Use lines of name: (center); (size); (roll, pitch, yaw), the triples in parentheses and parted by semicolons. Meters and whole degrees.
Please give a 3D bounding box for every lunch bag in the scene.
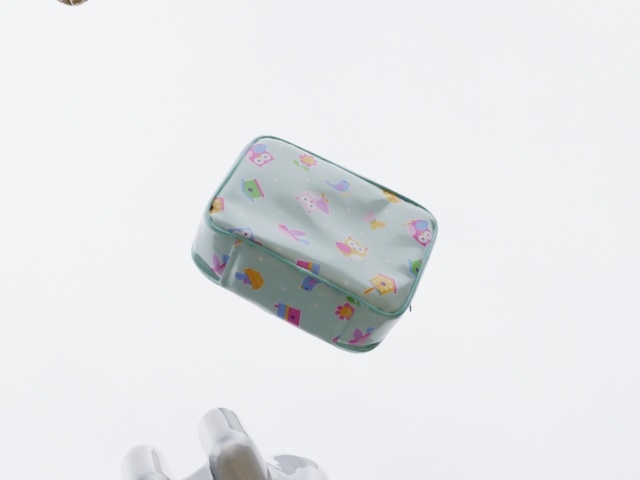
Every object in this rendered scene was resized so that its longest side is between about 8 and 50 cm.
lunch bag: (0.000, 0.000, 1.496); (0.279, 0.224, 0.108); (27, -47, 0)

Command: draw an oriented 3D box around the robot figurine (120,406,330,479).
robot figurine: (-0.046, 0.320, 1.020); (0.300, 0.200, 0.353); (-24, -79, -5)

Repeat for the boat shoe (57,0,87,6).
boat shoe: (-0.172, -0.239, 0.785); (0.059, 0.063, 0.170); (-37, -59, -38)
